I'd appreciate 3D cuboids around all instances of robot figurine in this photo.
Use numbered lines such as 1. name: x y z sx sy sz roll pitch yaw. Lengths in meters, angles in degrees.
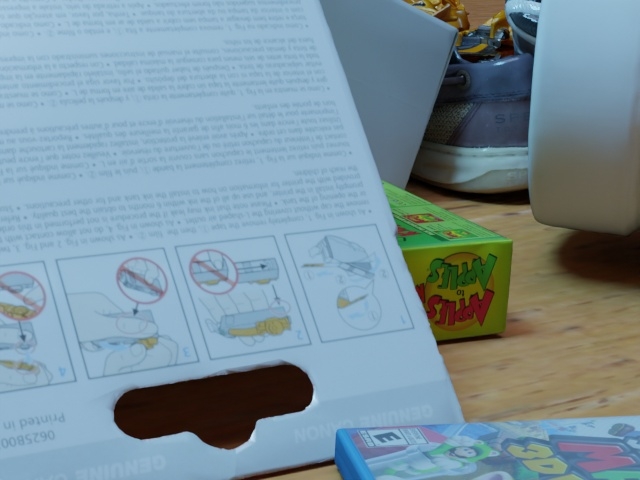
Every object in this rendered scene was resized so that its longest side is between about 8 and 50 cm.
1. robot figurine: 0.087 -0.160 1.190 0.211 0.085 0.291 10 17 28

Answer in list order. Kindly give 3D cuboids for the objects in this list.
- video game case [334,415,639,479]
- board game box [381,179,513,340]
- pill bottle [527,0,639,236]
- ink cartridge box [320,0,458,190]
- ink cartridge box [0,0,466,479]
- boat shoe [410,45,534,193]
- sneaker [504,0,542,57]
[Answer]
1. video game case: 0.098 0.082 0.443 0.166 0.015 0.119 -1 15 -13
2. board game box: 0.000 0.000 0.670 0.092 0.043 0.181 -5 17 -25
3. pill bottle: 0.290 -0.073 0.682 0.361 0.204 0.204 7 16 15
4. ink cartridge box: -0.086 -0.121 0.860 0.197 0.114 0.273 18 3 -41
5. ink cartridge box: -0.071 -0.018 0.525 0.189 0.232 0.066 -7 -19 -29
6. boat shoe: 0.051 -0.101 0.952 0.103 0.092 0.285 -6 18 -30
7. sneaker: 0.221 -0.097 0.886 0.229 0.086 0.132 25 -15 11
